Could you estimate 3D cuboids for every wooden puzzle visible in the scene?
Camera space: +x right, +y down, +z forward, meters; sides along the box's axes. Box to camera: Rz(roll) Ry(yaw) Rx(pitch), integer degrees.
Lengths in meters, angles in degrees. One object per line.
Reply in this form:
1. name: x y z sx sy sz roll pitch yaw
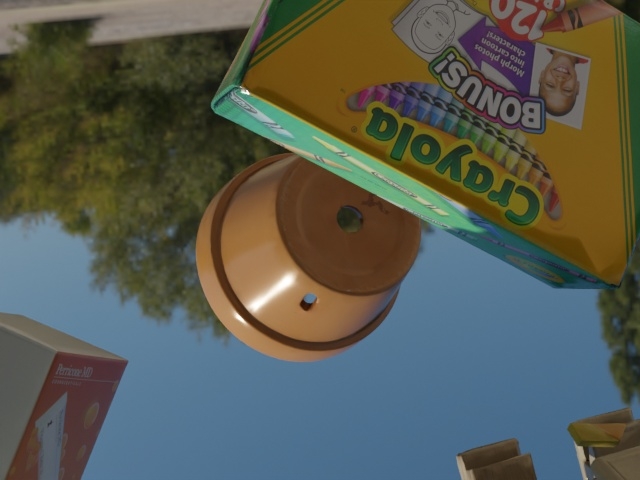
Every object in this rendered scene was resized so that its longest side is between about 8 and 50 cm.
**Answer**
1. wooden puzzle: 0.210 0.155 0.657 0.078 0.014 0.116 -1 -143 -33

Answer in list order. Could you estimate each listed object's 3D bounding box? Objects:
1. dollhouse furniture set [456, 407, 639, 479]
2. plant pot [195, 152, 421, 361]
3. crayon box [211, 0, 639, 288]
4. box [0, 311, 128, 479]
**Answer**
1. dollhouse furniture set: 0.361 0.308 0.967 0.394 0.257 0.362 -15 -178 -3
2. plant pot: 0.000 0.000 1.403 0.290 0.291 0.203 -10 167 -24
3. crayon box: 0.091 -0.099 0.683 0.278 0.165 0.081 26 170 -15
4. box: -0.390 0.262 1.211 0.168 0.346 0.215 20 175 13
